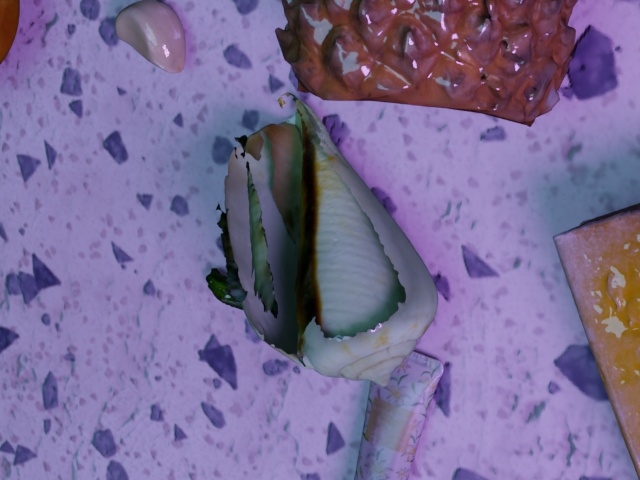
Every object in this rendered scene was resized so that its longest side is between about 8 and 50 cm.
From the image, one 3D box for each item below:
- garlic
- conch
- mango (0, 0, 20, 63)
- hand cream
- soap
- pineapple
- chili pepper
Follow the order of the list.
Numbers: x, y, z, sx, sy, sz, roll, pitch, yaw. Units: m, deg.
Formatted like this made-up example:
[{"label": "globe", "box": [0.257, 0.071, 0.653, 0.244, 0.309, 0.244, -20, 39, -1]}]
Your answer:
[{"label": "garlic", "box": [-0.151, -0.188, 1.365, 0.083, 0.041, 0.053, 32, 130, 33]}, {"label": "conch", "box": [-0.009, 0.009, 1.244, 0.143, 0.137, 0.251, -36, 85, 2]}, {"label": "mango", "box": [-0.416, -0.260, 1.449, 0.317, 0.173, 0.211, 47, 122, 24]}, {"label": "hand cream", "box": [0.056, 0.185, 1.311, 0.067, 0.042, 0.195, 20, 107, 30]}, {"label": "soap", "box": [0.293, 0.096, 1.101, 0.173, 0.089, 0.274, -21, 90, 35]}, {"label": "pineapple", "box": [0.092, -0.269, 1.098, 0.222, 0.223, 0.357, 12, 96, 31]}, {"label": "chili pepper", "box": [-0.054, 0.032, 1.356, 0.118, 0.035, 0.056, -30, 71, 45]}]
